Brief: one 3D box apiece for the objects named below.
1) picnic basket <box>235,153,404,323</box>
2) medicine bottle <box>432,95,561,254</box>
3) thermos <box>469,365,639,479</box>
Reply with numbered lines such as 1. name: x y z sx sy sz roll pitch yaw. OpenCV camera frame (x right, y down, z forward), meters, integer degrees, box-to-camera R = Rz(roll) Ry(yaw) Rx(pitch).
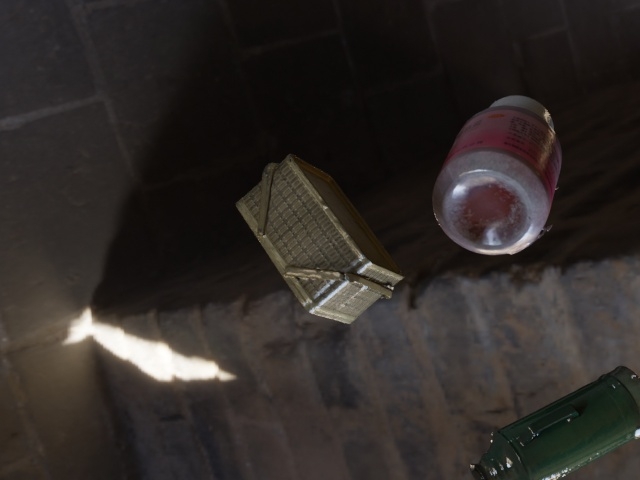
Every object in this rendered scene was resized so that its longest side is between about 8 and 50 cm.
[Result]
1. picnic basket: 0.000 0.000 1.008 0.164 0.079 0.115 55 13 25
2. medicine bottle: 0.232 -0.094 1.252 0.147 0.147 0.247 62 29 -20
3. thermos: 0.239 0.197 0.975 0.188 0.083 0.073 -24 88 -13
